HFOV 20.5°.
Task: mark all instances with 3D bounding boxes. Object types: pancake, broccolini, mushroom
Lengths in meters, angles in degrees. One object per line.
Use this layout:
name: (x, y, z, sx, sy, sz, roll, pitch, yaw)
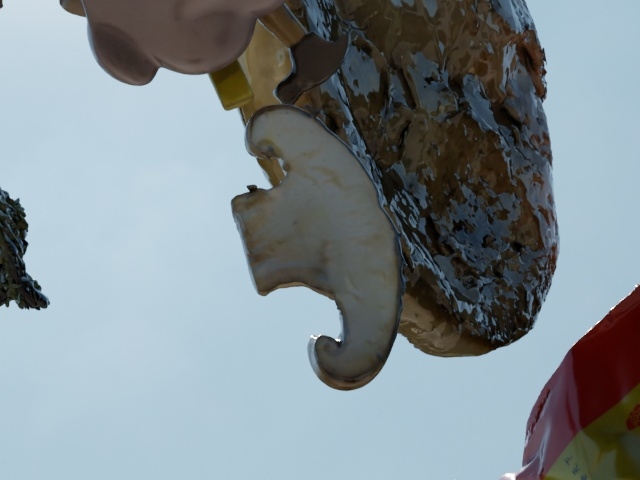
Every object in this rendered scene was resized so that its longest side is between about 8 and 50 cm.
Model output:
pancake: (0.049, -0.107, 1.080, 0.082, 0.387, 0.387, -16, -37, 29)
broccolini: (-0.210, 0.011, 1.080, 0.062, 0.271, 0.123, -41, -77, 2)
mushroom: (0.000, 0.000, 0.551, 0.049, 0.101, 0.019, -11, -26, -9)

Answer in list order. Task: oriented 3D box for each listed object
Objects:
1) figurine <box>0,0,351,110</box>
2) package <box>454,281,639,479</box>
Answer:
figurine: (-0.092, -0.143, 0.802, 0.229, 0.137, 0.112, 16, -22, 5)
package: (0.283, 0.093, 1.133, 0.423, 0.196, 0.123, -48, -40, 17)
